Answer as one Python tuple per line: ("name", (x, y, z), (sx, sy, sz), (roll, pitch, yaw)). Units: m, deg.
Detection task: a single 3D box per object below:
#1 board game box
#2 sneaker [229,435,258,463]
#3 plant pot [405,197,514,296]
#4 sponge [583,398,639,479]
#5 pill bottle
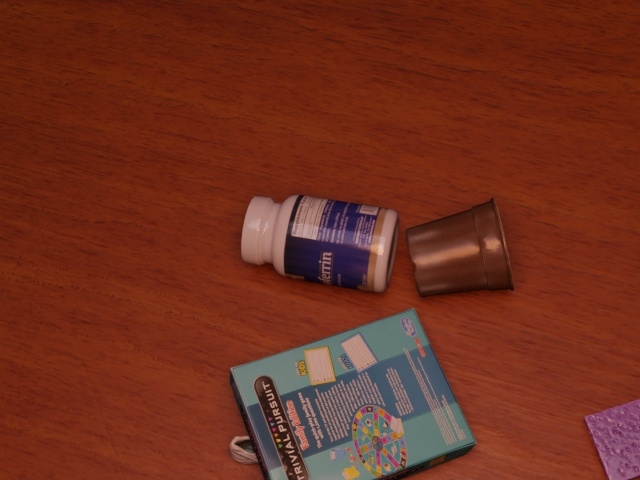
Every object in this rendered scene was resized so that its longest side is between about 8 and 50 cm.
("board game box", (0.049, 0.284, 1.506), (0.336, 0.079, 0.254), (-16, 65, -15))
("sneaker", (-0.081, 0.356, 1.530), (0.152, 0.061, 0.054), (2, 64, 5))
("plant pot", (0.242, 0.024, 1.600), (0.165, 0.167, 0.167), (-13, 65, 8))
("sponge", (0.553, 0.317, 1.502), (0.210, 0.031, 0.117), (-18, 66, -2))
("pill bottle", (0.000, 0.000, 1.630), (0.264, 0.153, 0.153), (9, 67, 10))
